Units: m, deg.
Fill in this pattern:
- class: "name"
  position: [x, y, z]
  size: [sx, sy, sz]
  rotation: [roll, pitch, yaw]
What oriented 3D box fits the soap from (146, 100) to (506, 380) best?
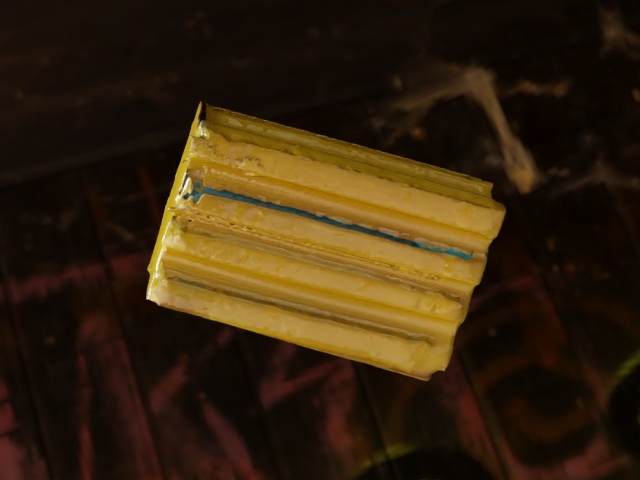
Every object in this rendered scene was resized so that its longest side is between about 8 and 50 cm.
- class: "soap"
  position: [-0.001, 0.000, 1.696]
  size: [0.324, 0.096, 0.204]
  rotation: [16, -70, -12]
